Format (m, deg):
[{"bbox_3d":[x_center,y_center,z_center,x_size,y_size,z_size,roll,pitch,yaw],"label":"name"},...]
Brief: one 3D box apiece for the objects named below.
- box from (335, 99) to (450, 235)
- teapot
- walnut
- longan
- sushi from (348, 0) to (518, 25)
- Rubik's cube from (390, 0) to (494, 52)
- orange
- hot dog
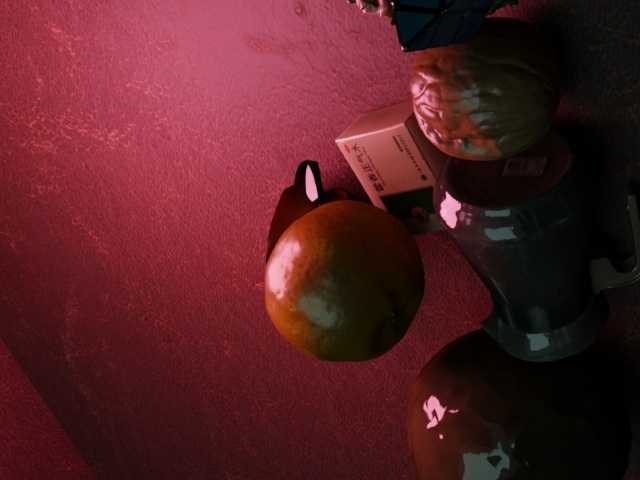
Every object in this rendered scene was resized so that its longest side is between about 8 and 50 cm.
[{"bbox_3d":[0.152,-0.120,2.136,0.168,0.095,0.212,-10,120,47],"label":"box"},{"bbox_3d":[0.352,-0.001,1.999,0.300,0.253,0.344,-14,130,10],"label":"teapot"},{"bbox_3d":[0.241,-0.224,1.868,0.228,0.228,0.228,22,138,21],"label":"walnut"},{"bbox_3d":[0.335,0.334,2.194,0.391,0.391,0.391,22,138,21],"label":"longan"},{"bbox_3d":[0.134,-0.464,1.749,0.418,0.176,0.417,20,138,19],"label":"sushi"},{"bbox_3d":[0.156,-0.285,1.654,0.211,0.178,0.190,11,145,32],"label":"Rubik's cube"},{"bbox_3d":[0.044,0.073,2.115,0.235,0.279,0.279,35,146,42],"label":"orange"},{"bbox_3d":[-0.002,-0.004,2.331,0.326,0.107,0.194,128,130,-59],"label":"hot dog"}]
